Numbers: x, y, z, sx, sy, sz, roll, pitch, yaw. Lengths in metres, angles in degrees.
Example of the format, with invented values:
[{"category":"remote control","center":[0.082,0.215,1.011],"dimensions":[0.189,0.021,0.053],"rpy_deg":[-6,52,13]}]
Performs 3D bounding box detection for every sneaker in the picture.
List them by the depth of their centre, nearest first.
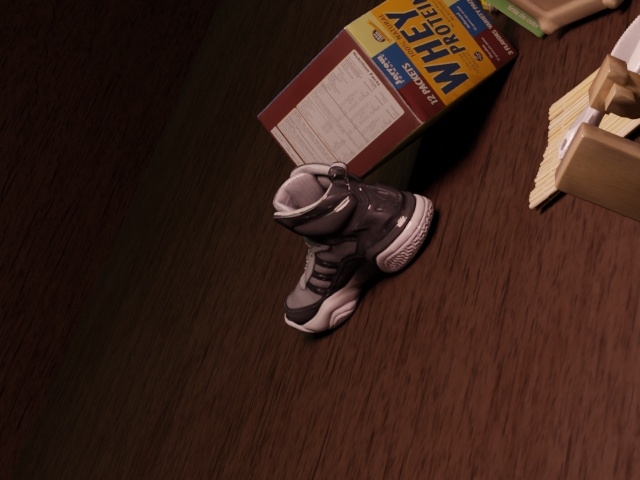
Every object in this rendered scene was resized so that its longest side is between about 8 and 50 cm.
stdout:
[{"category":"sneaker","center":[0.000,0.000,1.840],"dimensions":[0.268,0.153,0.101],"rpy_deg":[-42,22,45]}]

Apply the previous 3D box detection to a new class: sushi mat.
[{"category":"sushi mat","center":[0.298,-0.156,1.475],"dimensions":[0.316,0.019,0.151],"rpy_deg":[-42,23,44]}]

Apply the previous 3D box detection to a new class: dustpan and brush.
[{"category":"dustpan and brush","center":[0.273,-0.147,1.387],"dimensions":[0.211,0.060,0.147],"rpy_deg":[-60,17,-5]}]

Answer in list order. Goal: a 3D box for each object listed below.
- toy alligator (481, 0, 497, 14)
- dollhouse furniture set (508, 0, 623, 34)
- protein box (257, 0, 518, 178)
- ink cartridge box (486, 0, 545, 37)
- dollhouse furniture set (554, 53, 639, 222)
[{"category":"toy alligator","center":[0.217,-0.312,1.980],"dimensions":[0.051,0.056,0.189],"rpy_deg":[-14,23,3]},{"category":"dollhouse furniture set","center":[0.257,-0.338,1.617],"dimensions":[0.151,0.198,0.301],"rpy_deg":[-63,17,-14]},{"category":"protein box","center":[0.075,-0.177,1.858],"dimensions":[0.200,0.136,0.201],"rpy_deg":[-37,-1,-41]},{"category":"ink cartridge box","center":[0.282,-0.394,1.801],"dimensions":[0.278,0.117,0.201],"rpy_deg":[-50,17,28]},{"category":"dollhouse furniture set","center":[0.276,-0.103,1.256],"dimensions":[0.123,0.144,0.151],"rpy_deg":[-76,9,-61]}]
